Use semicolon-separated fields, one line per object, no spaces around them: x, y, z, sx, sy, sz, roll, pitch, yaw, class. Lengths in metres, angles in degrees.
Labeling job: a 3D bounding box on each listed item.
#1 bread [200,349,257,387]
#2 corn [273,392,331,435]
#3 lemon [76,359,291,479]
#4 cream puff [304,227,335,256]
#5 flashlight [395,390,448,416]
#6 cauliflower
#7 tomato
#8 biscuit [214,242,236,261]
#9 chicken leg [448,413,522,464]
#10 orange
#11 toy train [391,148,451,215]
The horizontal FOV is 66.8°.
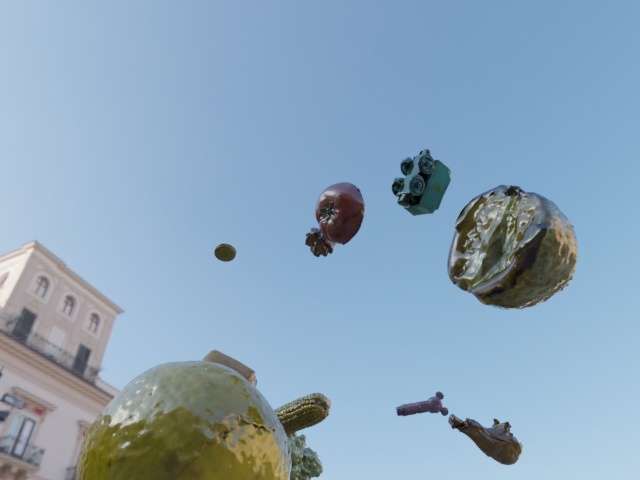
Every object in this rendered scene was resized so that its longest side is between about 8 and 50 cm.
-0.309;0.448;1.602;0.200;0.116;0.077;24;-55;16;bread
-0.073;0.463;1.267;0.238;0.080;0.080;-31;-51;21;corn
-0.236;0.379;0.830;0.387;0.350;0.350;13;-25;47;lemon
0.000;0.000;1.815;0.116;0.122;0.094;-43;-41;-20;cream puff
0.211;0.351;1.019;0.110;0.052;0.031;-7;-32;-9;flashlight
-0.120;0.715;1.576;0.260;0.327;0.281;-11;-11;25;cauliflower
0.056;-0.098;1.691;0.085;0.225;0.225;9;-42;-39;tomato
-0.364;0.047;1.858;0.083;0.023;0.084;0;-50;0;biscuit
0.419;0.488;1.229;0.207;0.101;0.085;29;-20;-3;chicken leg
0.447;0.030;1.115;0.210;0.369;0.271;27;-83;-16;orange
0.312;-0.175;1.490;0.154;0.198;0.107;34;-18;-25;toy train
